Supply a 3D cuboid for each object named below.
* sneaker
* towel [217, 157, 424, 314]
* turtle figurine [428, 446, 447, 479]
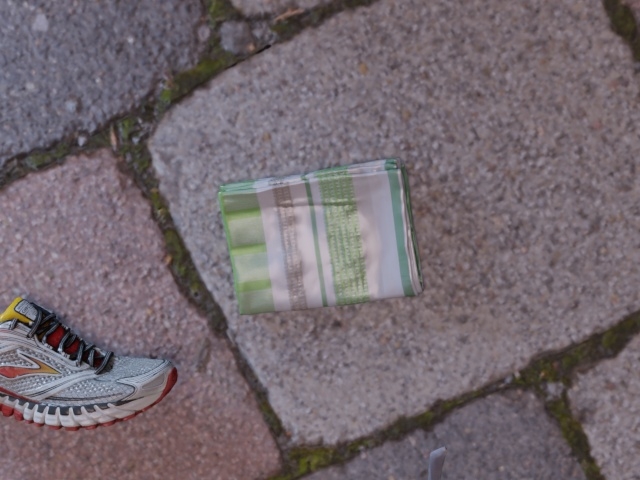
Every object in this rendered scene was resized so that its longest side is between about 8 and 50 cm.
[{"bbox_3d":[-0.227,0.097,1.200,0.225,0.088,0.093,5,101,5],"label":"sneaker"},{"bbox_3d":[0.000,0.000,1.187,0.152,0.023,0.113,-8,100,8],"label":"towel"},{"bbox_3d":[0.087,0.316,1.159,0.266,0.274,0.198,-44,60,17],"label":"turtle figurine"}]
